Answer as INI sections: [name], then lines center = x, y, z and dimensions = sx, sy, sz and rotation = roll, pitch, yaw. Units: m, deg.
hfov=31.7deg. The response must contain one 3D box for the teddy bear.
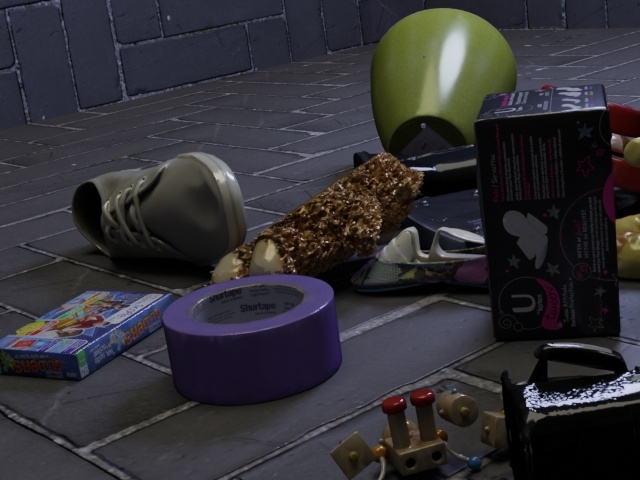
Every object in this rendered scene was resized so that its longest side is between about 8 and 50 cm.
[teddy bear]
center = 0.000, 0.000, 1.501
dimensions = 0.245, 0.113, 0.338
rotation = -28, 5, 35

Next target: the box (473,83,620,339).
[box]
center = 0.252, -0.035, 1.249
dimensions = 0.142, 0.247, 0.163
rotation = -3, 16, 13

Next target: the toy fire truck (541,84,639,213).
[toy fire truck]
center = 0.438, -0.109, 1.642
dimensions = 0.254, 0.169, 0.302
rotation = 13, 11, -15

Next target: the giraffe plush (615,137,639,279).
[giraffe plush]
center = 0.431, -0.048, 1.349
dimensions = 0.181, 0.170, 0.210
rotation = -10, 16, -7

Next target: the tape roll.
[tape roll]
center = -0.074, 0.104, 1.230
dimensions = 0.189, 0.080, 0.189
rotation = -7, 15, 2

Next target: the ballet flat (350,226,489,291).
[ballet flat]
center = 0.142, 0.021, 1.414
dimensions = 0.222, 0.079, 0.077
rotation = -2, 18, 22

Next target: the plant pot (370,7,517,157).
[plant pot]
center = 0.207, -0.229, 2.001
dimensions = 0.275, 0.274, 0.293
rotation = -4, 32, 14

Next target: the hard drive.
[hard drive]
center = 0.219, -0.020, 1.569
dimensions = 0.172, 0.054, 0.255
rotation = -12, 16, -14

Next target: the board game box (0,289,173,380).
[board game box]
center = -0.290, 0.112, 1.386
dimensions = 0.136, 0.035, 0.201
rotation = 1, 18, 28

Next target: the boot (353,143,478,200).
[boot]
center = 0.173, -0.105, 1.802
dimensions = 0.207, 0.094, 0.246
rotation = -9, 9, -11

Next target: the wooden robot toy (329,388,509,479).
[wooden robot toy]
center = 0.082, 0.163, 0.976
dimensions = 0.173, 0.076, 0.079
rotation = -12, 5, -14

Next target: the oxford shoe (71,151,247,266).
[oxford shoe]
center = -0.246, -0.038, 1.662
dimensions = 0.130, 0.169, 0.449
rotation = -14, 10, -32

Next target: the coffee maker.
[coffee maker]
center = 0.238, 0.161, 0.858
dimensions = 0.178, 0.120, 0.171
rotation = -8, 39, 3
